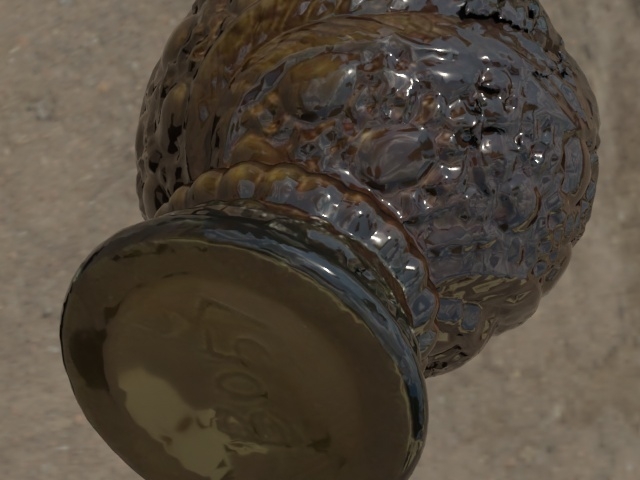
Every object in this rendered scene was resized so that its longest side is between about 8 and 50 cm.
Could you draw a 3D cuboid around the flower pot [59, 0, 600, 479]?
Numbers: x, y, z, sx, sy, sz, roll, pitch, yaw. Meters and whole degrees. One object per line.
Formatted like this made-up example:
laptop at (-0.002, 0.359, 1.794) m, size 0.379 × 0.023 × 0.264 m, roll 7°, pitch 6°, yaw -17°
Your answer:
flower pot at (0.000, 0.000, 0.909) m, size 0.266 × 0.266 × 0.267 m, roll 51°, pitch 39°, yaw -19°
